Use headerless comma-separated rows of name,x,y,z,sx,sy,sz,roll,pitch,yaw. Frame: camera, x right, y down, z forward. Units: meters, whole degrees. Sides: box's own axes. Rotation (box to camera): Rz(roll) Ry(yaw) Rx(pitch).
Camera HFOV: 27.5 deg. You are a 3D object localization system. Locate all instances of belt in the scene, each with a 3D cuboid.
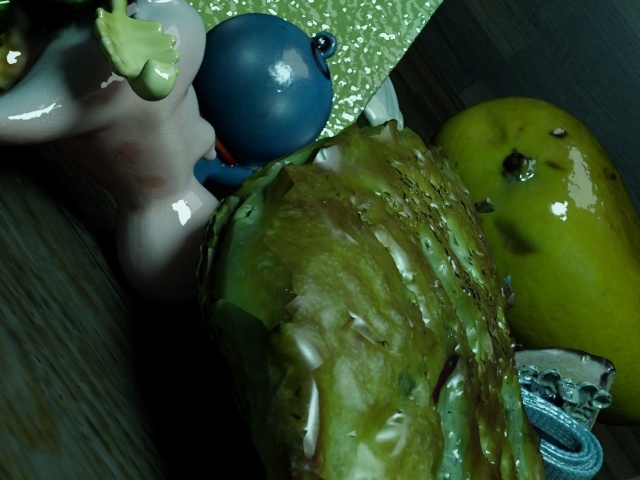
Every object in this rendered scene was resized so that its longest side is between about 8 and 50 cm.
belt,0.122,0.117,0.953,0.179,0.065,0.100,29,37,-3

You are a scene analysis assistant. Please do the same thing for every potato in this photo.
potato,0.156,0.175,1.073,0.120,0.100,0.261,22,27,14

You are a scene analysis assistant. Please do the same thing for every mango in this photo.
mango,0.267,0.040,1.470,0.445,0.220,0.301,58,4,-31

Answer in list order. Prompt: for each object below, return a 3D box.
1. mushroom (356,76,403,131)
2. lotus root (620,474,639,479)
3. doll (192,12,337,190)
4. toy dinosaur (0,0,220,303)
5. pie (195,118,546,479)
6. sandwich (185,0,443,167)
mushroom,-0.027,-0.136,1.002,0.278,0.096,0.099,47,-4,42
lotus root,0.281,0.282,0.950,0.180,0.199,0.188,52,29,-16
doll,-0.054,-0.075,0.757,0.114,0.152,0.085,56,6,13
toy dinosaur,-0.115,-0.058,0.655,0.194,0.152,0.177,25,62,-75
pie,0.040,0.086,0.676,0.288,0.103,0.355,66,23,-14
sandwich,-0.003,-0.134,0.869,0.063,0.245,0.212,145,-53,-67
